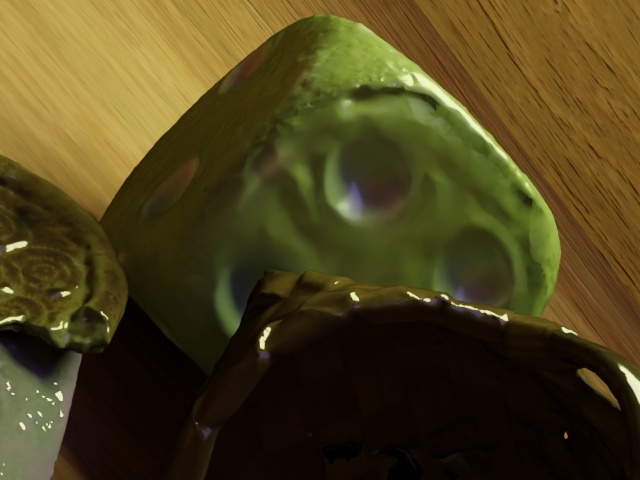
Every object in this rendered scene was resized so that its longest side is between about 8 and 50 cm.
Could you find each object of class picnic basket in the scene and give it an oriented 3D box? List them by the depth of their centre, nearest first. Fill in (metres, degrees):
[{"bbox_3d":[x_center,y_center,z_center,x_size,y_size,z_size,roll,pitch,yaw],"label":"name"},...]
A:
[{"bbox_3d":[0.077,0.179,0.719,0.337,0.293,0.337,25,-6,3],"label":"picnic basket"}]

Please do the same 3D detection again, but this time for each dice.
[{"bbox_3d":[0.000,0.000,0.970,0.252,0.250,0.254,46,-4,-21],"label":"dice"}]

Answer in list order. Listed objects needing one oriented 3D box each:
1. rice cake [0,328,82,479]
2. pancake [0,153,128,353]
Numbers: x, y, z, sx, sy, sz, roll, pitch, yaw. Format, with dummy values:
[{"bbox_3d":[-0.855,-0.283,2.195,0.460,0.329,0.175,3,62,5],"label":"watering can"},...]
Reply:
[{"bbox_3d":[-0.186,0.156,0.671,0.070,0.064,0.399,42,25,-24],"label":"rice cake"},{"bbox_3d":[-0.221,0.000,0.767,0.212,0.029,0.235,43,29,22],"label":"pancake"}]
